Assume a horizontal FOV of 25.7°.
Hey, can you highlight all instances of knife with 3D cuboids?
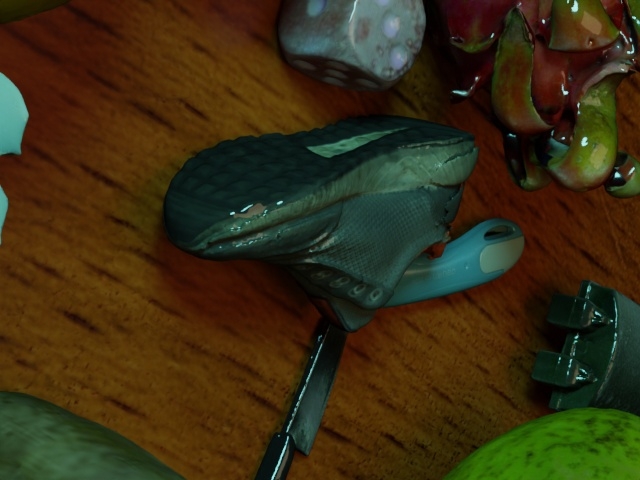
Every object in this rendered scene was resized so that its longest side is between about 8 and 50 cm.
[{"bbox_3d":[-0.014,0.158,1.256,0.060,0.028,0.230,45,62,-53],"label":"knife"},{"bbox_3d":[0.118,0.022,1.357,0.222,0.031,0.064,-14,110,-39],"label":"knife"}]

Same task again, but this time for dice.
[{"bbox_3d":[0.027,-0.182,1.186,0.091,0.094,0.093,24,81,-45],"label":"dice"}]

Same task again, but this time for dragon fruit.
[{"bbox_3d":[0.190,-0.197,1.222,0.243,0.227,0.307,49,36,-36],"label":"dragon fruit"}]

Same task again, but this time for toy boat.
[{"bbox_3d":[0.337,0.146,1.559,0.319,0.092,0.141,27,77,-51],"label":"toy boat"}]

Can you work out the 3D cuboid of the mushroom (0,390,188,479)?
[{"bbox_3d":[-0.091,0.255,0.931,0.224,0.397,0.314,-37,118,-37],"label":"mushroom"}]

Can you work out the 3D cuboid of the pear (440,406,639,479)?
[{"bbox_3d":[0.248,0.343,1.317,0.391,0.391,0.391,-9,103,-44],"label":"pear"}]

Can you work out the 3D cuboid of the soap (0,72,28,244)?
[{"bbox_3d":[-0.299,-0.039,0.705,0.208,0.347,0.115,-56,131,-23],"label":"soap"}]

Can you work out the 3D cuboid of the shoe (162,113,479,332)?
[{"bbox_3d":[0.000,0.000,1.181,0.336,0.132,0.171,-18,118,-45],"label":"shoe"}]

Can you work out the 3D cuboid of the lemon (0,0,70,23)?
[{"bbox_3d":[-0.206,-0.290,0.776,0.348,0.348,0.348,-9,103,-44],"label":"lemon"}]
